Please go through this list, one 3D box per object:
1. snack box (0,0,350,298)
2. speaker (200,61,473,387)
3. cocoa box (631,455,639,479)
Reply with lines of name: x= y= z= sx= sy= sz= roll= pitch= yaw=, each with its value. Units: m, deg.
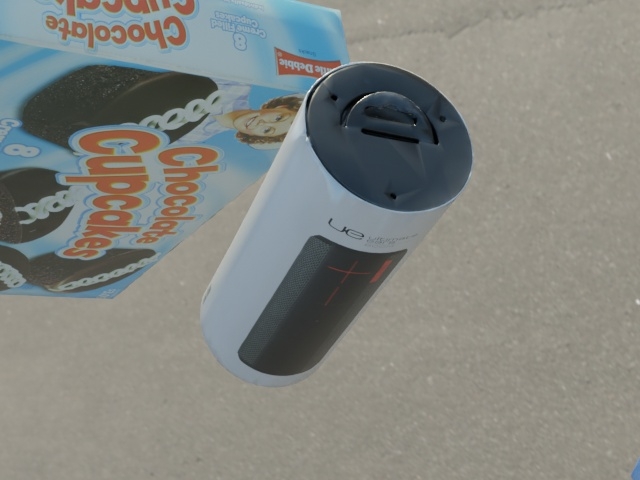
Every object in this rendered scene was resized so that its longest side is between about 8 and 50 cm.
snack box: x=-0.146 y=-0.045 z=0.614 sx=0.322 sy=0.187 sz=0.060 roll=-34 pitch=58 yaw=51
speaker: x=0.000 y=0.000 z=0.368 sx=0.136 sy=0.055 sz=0.055 roll=124 pitch=162 yaw=-55
cocoa box: x=0.416 y=0.175 z=0.684 sx=0.228 sy=0.231 sz=0.347 roll=-21 pitch=51 yaw=-22
